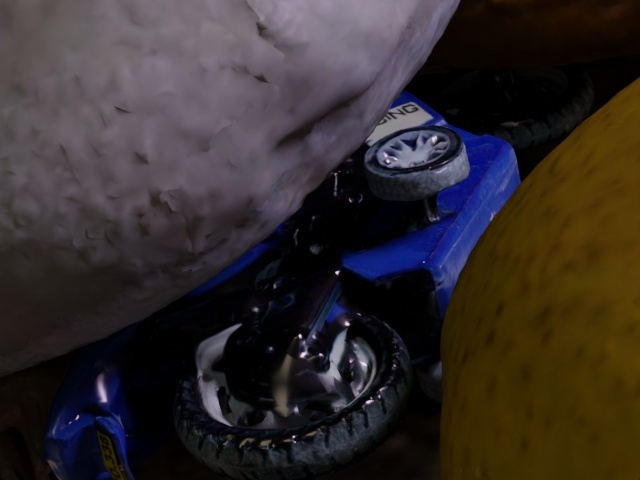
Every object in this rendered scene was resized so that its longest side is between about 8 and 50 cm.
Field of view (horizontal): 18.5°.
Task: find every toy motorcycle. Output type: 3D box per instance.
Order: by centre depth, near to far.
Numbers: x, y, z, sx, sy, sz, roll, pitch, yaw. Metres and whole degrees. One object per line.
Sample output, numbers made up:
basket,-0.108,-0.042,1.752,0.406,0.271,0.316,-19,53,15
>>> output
toy motorcycle,0.000,0.000,0.834,0.168,0.113,0.315,4,35,28

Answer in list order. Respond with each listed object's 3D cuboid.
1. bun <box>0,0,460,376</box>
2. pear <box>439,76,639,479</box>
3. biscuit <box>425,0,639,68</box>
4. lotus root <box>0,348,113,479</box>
bun,-0.108,-0.102,0.785,0.354,0.194,0.354,-28,27,16
pear,0.213,0.029,0.632,0.386,0.191,0.340,-5,42,22
biscuit,0.195,-0.172,0.905,0.394,0.070,0.350,-14,24,3
lotus root,-0.143,0.056,0.865,0.113,0.088,0.192,-31,37,0
